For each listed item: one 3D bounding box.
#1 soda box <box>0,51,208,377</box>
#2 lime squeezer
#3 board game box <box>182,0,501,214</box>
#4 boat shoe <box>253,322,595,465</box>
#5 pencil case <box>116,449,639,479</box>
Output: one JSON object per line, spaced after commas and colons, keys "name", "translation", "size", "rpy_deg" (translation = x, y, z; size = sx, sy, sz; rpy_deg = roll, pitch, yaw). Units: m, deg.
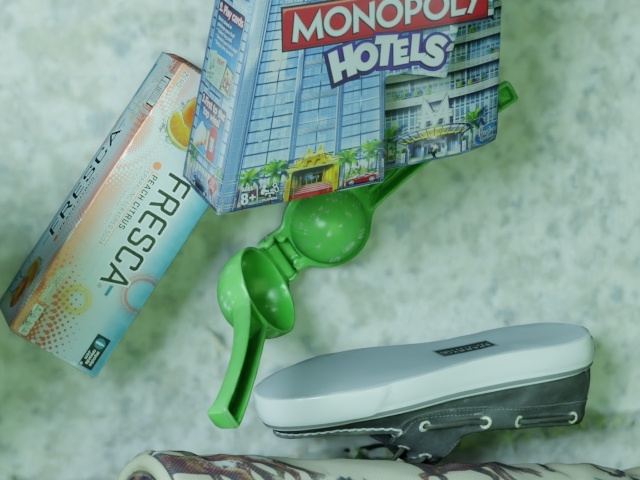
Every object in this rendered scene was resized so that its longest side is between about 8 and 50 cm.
{"name": "soda box", "translation": [-0.110, -0.017, 0.898], "size": [0.063, 0.058, 0.183], "rpy_deg": [33, 92, -22]}
{"name": "lime squeezer", "translation": [0.000, 0.000, 0.920], "size": [0.059, 0.110, 0.310], "rpy_deg": [47, 55, -5]}
{"name": "board game box", "translation": [0.020, -0.129, 0.838], "size": [0.194, 0.060, 0.194], "rpy_deg": [-13, 120, -21]}
{"name": "boat shoe", "translation": [0.070, 0.106, 0.978], "size": [0.228, 0.080, 0.076], "rpy_deg": [-10, 104, -23]}
{"name": "pencil case", "translation": [0.058, 0.213, 0.923], "size": [0.410, 0.183, 0.160], "rpy_deg": [6, 57, -28]}
